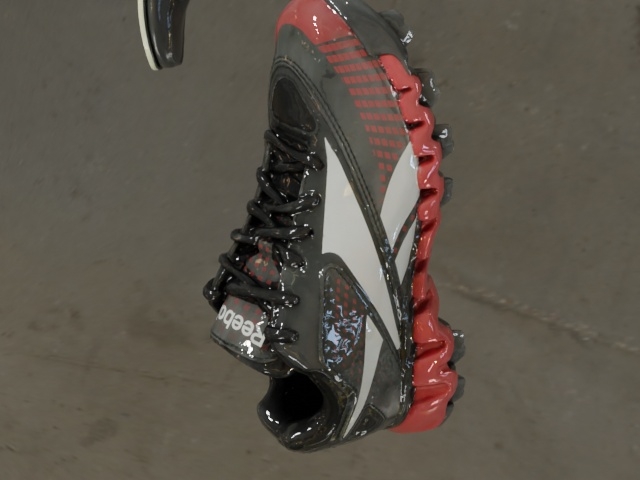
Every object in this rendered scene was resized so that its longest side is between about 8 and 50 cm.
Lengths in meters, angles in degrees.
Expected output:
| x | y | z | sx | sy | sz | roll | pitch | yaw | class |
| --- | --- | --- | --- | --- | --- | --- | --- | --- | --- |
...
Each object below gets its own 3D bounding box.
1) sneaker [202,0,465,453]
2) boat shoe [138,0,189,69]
| x | y | z | sx | sy | sz | roll | pitch | yaw | class |
| --- | --- | --- | --- | --- | --- | --- | --- | --- | --- |
| 0.000 | 0.000 | 0.750 | 0.135 | 0.098 | 0.276 | -21 | 120 | -27 | sneaker |
| -0.090 | -0.169 | 0.866 | 0.042 | 0.049 | 0.133 | 5 | 109 | 4 | boat shoe |
